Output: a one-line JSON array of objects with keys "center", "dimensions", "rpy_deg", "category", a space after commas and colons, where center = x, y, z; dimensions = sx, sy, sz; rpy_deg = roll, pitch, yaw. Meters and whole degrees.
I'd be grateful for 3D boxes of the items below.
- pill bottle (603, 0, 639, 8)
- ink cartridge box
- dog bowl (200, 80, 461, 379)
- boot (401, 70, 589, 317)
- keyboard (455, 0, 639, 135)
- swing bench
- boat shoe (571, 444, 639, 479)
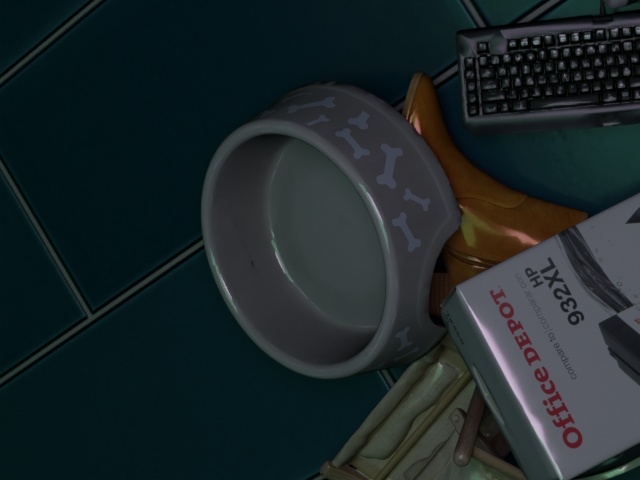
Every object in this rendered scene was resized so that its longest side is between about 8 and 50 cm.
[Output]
[{"center": [0.374, -0.317, 1.405], "dimensions": [0.208, 0.119, 0.119], "rpy_deg": [-16, 93, 6], "category": "pill bottle"}, {"center": [0.311, 0.087, 1.435], "dimensions": [0.307, 0.129, 0.223], "rpy_deg": [-26, 79, -8], "category": "ink cartridge box"}, {"center": [0.000, 0.000, 1.603], "dimensions": [0.349, 0.102, 0.349], "rpy_deg": [21, 121, 39], "category": "dog bowl"}, {"center": [0.196, -0.043, 1.584], "dimensions": [0.211, 0.104, 0.295], "rpy_deg": [3, 104, 17], "category": "boot"}, {"center": [0.302, -0.222, 1.498], "dimensions": [0.317, 0.033, 0.201], "rpy_deg": [-4, 87, 14], "category": "keyboard"}, {"center": [0.136, 0.281, 1.604], "dimensions": [0.165, 0.254, 0.253], "rpy_deg": [30, 115, -16], "category": "swing bench"}, {"center": [0.361, 0.201, 1.548], "dimensions": [0.254, 0.095, 0.079], "rpy_deg": [-27, 90, 25], "category": "boat shoe"}]
